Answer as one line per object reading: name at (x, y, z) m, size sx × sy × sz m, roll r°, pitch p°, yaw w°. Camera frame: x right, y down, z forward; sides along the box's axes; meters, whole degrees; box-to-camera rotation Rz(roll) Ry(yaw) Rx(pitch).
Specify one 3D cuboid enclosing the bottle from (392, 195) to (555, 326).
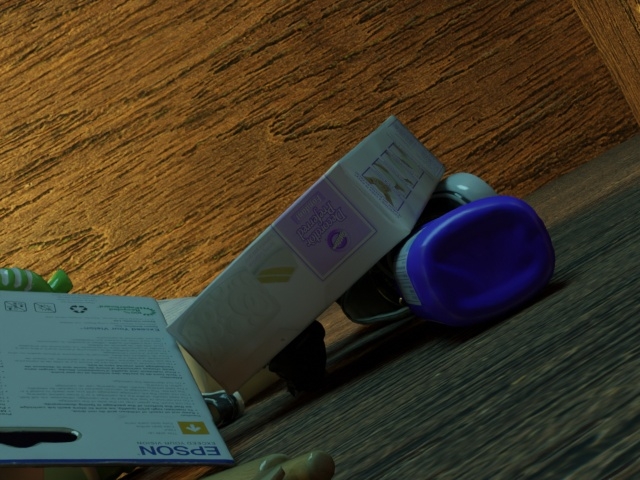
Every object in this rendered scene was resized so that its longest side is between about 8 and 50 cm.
bottle at (0.125, 0.021, 0.964) m, size 0.118 × 0.092 × 0.283 m, roll -25°, pitch -2°, yaw -2°

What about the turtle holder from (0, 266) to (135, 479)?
turtle holder at (-0.324, 0.177, 1.178) m, size 0.227 × 0.243 × 0.320 m, roll -31°, pitch -15°, yaw -18°

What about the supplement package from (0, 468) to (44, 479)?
supplement package at (-0.386, 0.216, 0.965) m, size 0.244 × 0.139 × 0.134 m, roll 8°, pitch 14°, yaw 21°

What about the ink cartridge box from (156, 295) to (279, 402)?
ink cartridge box at (-0.176, 0.153, 1.425) m, size 0.353 × 0.119 × 0.207 m, roll -7°, pitch 11°, yaw 32°

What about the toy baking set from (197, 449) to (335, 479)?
toy baking set at (-0.083, 0.162, 0.517) m, size 0.256 × 0.030 × 0.196 m, roll -30°, pitch 1°, yaw 45°

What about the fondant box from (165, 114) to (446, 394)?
fondant box at (0.000, 0.000, 1.115) m, size 0.238 × 0.096 × 0.330 m, roll -43°, pitch 3°, yaw 18°

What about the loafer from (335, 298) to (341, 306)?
loafer at (0.024, 0.060, 1.479) m, size 0.267 × 0.096 × 0.084 m, roll 25°, pitch -87°, yaw -57°

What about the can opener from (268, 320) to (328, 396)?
can opener at (-0.013, 0.120, 1.134) m, size 0.073 × 0.059 × 0.186 m, roll -44°, pitch 0°, yaw 3°

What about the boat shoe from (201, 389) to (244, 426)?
boat shoe at (-0.139, 0.202, 1.240) m, size 0.125 × 0.046 × 0.038 m, roll -18°, pitch 1°, yaw 44°

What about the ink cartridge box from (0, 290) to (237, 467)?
ink cartridge box at (-0.270, 0.131, 0.911) m, size 0.324 × 0.071 × 0.330 m, roll 5°, pitch 20°, yaw -22°

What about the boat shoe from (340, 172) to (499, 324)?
boat shoe at (0.118, 0.035, 1.284) m, size 0.119 × 0.121 × 0.335 m, roll -36°, pitch -9°, yaw -26°
